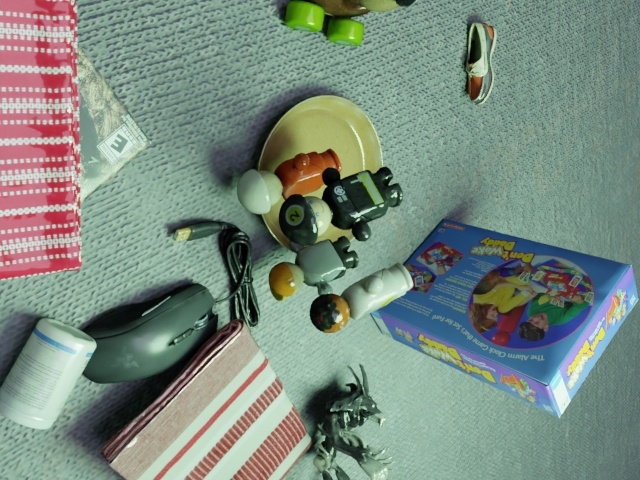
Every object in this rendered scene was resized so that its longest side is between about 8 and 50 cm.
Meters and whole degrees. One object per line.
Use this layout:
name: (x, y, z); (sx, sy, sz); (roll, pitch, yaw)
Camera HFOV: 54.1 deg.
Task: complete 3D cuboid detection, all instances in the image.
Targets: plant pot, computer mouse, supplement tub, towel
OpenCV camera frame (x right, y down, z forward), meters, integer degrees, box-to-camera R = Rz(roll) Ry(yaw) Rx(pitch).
plant pot: (-0.002, -0.094, 0.924); (0.236, 0.032, 0.236); (-12, 110, -36)
computer mouse: (-0.181, 0.078, 0.804); (0.262, 0.060, 0.184); (-16, 113, -36)
supplement tub: (-0.310, 0.149, 0.709); (0.071, 0.071, 0.107); (35, 79, -40)
towel: (-0.289, -0.094, 0.495); (0.199, 0.031, 0.274); (-7, 107, -38)
towel: (-0.138, 0.289, 0.889); (0.237, 0.037, 0.329); (-44, 137, -23)

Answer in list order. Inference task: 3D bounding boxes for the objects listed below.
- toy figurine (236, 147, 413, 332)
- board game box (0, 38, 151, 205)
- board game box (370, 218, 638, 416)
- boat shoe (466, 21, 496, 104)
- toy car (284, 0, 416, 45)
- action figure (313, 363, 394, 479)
toy figurine: (0.000, 0.000, 0.795); (0.148, 0.213, 0.209); (-22, 119, -23)
board game box: (-0.350, -0.093, 0.559); (0.291, 0.141, 0.232); (-47, 127, -20)
board game box: (0.277, 0.101, 1.004); (0.233, 0.347, 0.078); (-46, 127, -20)
boat shoe: (0.273, -0.306, 1.084); (0.043, 0.049, 0.137); (-1, 100, -37)
toy car: (0.062, -0.343, 0.802); (0.149, 0.188, 0.155); (4, 100, -41)
action figure: (0.052, 0.349, 1.015); (0.164, 0.141, 0.275); (14, 95, -70)
